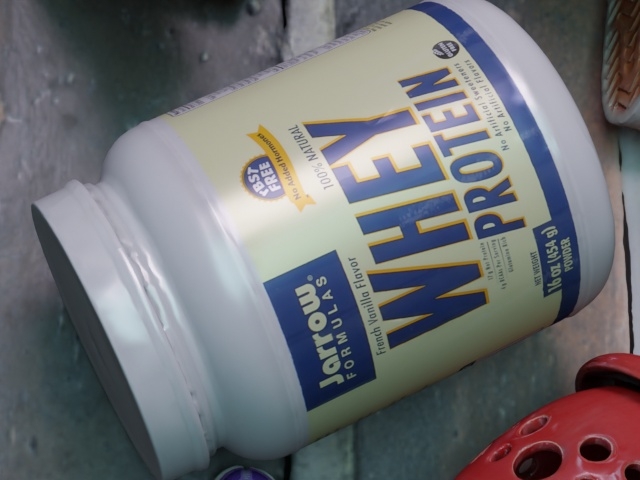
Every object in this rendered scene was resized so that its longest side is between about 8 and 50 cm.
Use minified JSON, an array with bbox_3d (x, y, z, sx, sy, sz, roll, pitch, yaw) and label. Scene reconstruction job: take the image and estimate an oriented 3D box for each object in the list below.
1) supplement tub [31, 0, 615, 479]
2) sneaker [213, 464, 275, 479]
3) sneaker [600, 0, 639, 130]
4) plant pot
[{"bbox_3d":[0.000,0.000,1.125,0.325,0.235,0.235,-25,83,-13],"label":"supplement tub"},{"bbox_3d":[-0.055,0.235,1.150,0.068,0.071,0.170,10,76,-6],"label":"sneaker"},{"bbox_3d":[0.292,-0.211,1.291,0.121,0.108,0.302,15,75,-18],"label":"sneaker"},{"bbox_3d":[0.199,0.185,1.141,0.174,0.191,0.191,-42,87,-18],"label":"plant pot"}]
